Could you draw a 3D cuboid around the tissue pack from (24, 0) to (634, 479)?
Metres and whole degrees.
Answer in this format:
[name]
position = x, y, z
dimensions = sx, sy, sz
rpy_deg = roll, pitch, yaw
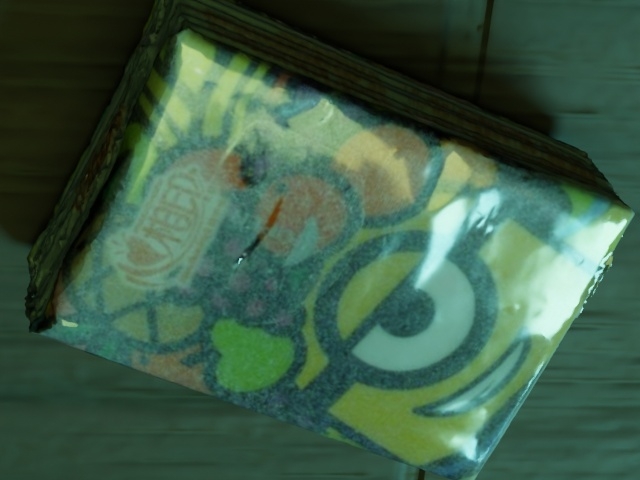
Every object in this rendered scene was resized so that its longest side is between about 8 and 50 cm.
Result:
[tissue pack]
position = 0.000, 0.000, 0.567
dimensions = 0.148, 0.060, 0.108
rpy_deg = 21, 113, -17
